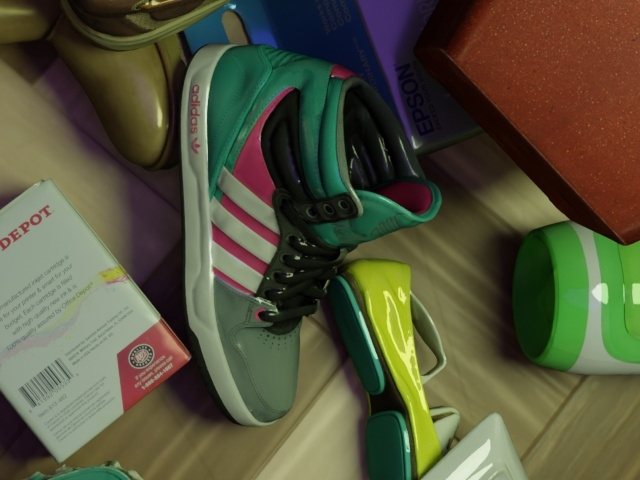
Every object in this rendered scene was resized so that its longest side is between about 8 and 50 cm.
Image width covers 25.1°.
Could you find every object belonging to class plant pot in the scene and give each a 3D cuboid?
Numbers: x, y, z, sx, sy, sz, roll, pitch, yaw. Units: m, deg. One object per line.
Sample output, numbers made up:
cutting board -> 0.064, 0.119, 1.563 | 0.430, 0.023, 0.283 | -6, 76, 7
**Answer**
plant pot -> 0.215, -0.146, 0.992 | 0.236, 0.267, 0.267 | -44, 97, 2

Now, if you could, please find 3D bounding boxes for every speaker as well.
speaker -> 0.313, 0.046, 1.167 | 0.296, 0.131, 0.131 | 1, 86, -11

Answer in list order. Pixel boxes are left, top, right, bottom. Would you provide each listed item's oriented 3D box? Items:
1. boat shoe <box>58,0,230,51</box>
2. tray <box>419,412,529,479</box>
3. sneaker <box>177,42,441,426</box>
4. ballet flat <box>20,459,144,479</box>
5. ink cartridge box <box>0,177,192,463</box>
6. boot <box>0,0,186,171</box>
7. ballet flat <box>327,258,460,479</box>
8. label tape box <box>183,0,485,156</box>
boat shoe -> -0.031, -0.250, 1.011 | 0.342, 0.123, 0.123 | -30, 92, -10
tray -> 0.072, 0.267, 1.101 | 0.270, 0.030, 0.145 | -41, 127, -19
sneaker -> 0.000, 0.000, 1.063 | 0.178, 0.124, 0.296 | 2, 103, 30
ballet flat -> -0.302, 0.274, 1.028 | 0.408, 0.147, 0.147 | -12, 89, -11
ink cartridge box -> -0.202, 0.059, 1.090 | 0.127, 0.072, 0.175 | -38, 94, -11
boot -> -0.247, -0.148, 1.047 | 0.269, 0.089, 0.236 | -9, 75, -34
ballet flat -> 0.069, 0.124, 1.143 | 0.077, 0.077, 0.231 | -12, 87, -25
label tape box -> 0.071, -0.196, 1.141 | 0.347, 0.115, 0.249 | -21, 91, -13
